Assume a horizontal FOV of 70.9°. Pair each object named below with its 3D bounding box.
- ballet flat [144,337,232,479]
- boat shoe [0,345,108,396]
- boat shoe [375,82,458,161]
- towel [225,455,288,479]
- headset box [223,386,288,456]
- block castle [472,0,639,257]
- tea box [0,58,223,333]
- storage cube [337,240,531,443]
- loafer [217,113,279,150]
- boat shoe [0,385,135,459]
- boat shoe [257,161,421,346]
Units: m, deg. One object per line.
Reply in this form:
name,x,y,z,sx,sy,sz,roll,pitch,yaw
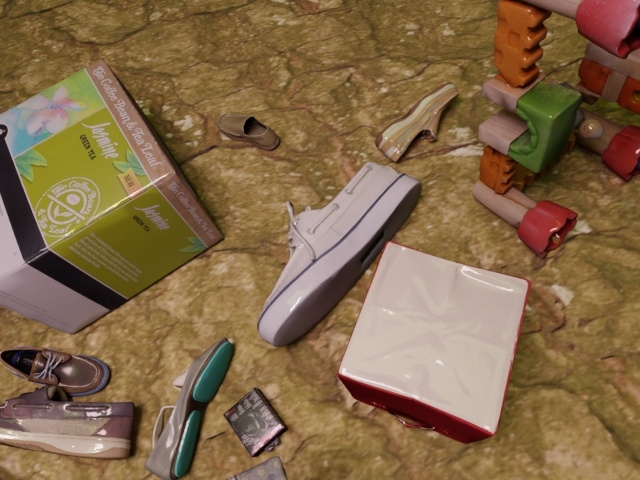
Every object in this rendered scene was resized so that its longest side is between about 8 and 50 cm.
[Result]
ballet flat,-0.202,0.242,0.677,0.068,0.072,0.213,10,66,19
boat shoe,-0.440,0.211,0.732,0.184,0.066,0.066,4,65,11
boat shoe,0.196,-0.218,0.853,0.190,0.068,0.072,-40,76,0
towel,-0.102,0.384,0.333,0.313,0.056,0.324,-25,50,-13
headset box,-0.093,0.271,0.665,0.062,0.032,0.083,-40,65,-11
block castle,0.388,-0.197,0.592,0.303,0.453,0.213,-38,57,-11
tea box,-0.409,-0.078,0.787,0.324,0.220,0.329,-34,63,-9
storage cube,0.146,0.138,0.602,0.184,0.193,0.214,17,69,17
loafer,-0.151,-0.232,0.918,0.148,0.050,0.056,21,69,18
boat shoe,-0.418,0.270,0.685,0.286,0.102,0.092,5,59,8
boat shoe,0.000,-0.005,0.732,0.157,0.135,0.367,34,70,23
